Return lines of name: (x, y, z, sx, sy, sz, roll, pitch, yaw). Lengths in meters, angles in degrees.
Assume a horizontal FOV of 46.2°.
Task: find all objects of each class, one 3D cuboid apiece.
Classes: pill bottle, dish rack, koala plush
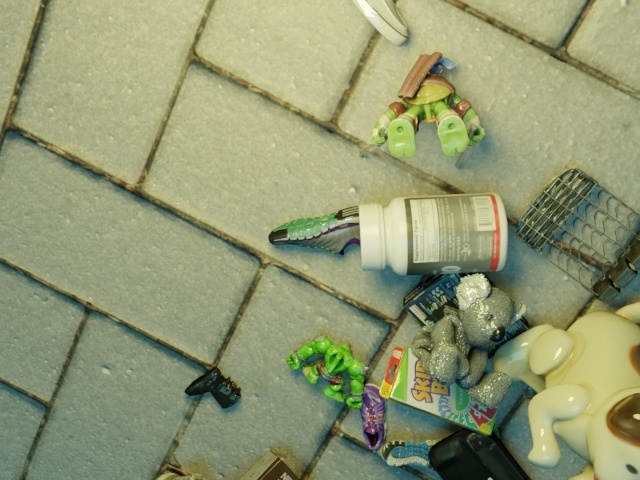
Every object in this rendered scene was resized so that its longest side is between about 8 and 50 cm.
pill bottle: (0.222, -0.011, 1.517, 0.283, 0.161, 0.161, -3, 110, 3)
dish rack: (0.545, -0.015, 1.525, 0.271, 0.074, 0.208, 36, 111, -2)
koala plush: (0.312, 0.184, 1.540, 0.196, 0.203, 0.221, 29, 98, -25)

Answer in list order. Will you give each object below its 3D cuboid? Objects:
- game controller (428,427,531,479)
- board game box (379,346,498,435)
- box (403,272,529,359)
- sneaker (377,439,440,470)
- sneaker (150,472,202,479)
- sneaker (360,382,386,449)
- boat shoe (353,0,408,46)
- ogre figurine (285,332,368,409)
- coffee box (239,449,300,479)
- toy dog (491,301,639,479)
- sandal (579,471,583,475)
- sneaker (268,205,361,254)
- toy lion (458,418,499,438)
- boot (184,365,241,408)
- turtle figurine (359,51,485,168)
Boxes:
game controller: (0.392, 0.565, 1.741, 0.166, 0.067, 0.319, -31, 106, 25)
board game box: (0.271, 0.334, 1.685, 0.259, 0.039, 0.124, 19, 68, 5)
box: (0.317, 0.161, 1.641, 0.175, 0.051, 0.220, -42, 98, 21)
sneaker: (0.225, 0.504, 1.784, 0.191, 0.083, 0.071, 11, 76, -13)
sneaker: (-0.268, 0.750, 1.898, 0.182, 0.158, 0.410, -28, 104, 32)
sneaker: (0.124, 0.414, 1.761, 0.068, 0.071, 0.170, -8, 108, 13)
boat shoe: (0.095, -0.496, 1.423, 0.088, 0.096, 0.267, -35, 92, 25)
ogre figurine: (0.029, 0.293, 1.718, 0.197, 0.097, 0.118, 43, 118, 24)
coffee box: (-0.155, 0.653, 1.820, 0.246, 0.098, 0.141, -43, 101, -16)
toy dog: (0.583, 0.333, 1.450, 0.395, 0.408, 0.284, -35, 110, 10)
sandal: (0.624, 0.594, 1.728, 0.102, 0.076, 0.265, 45, 111, -7)
sneaker: (0.000, 0.000, 1.628, 0.224, 0.083, 0.098, -12, 112, 14)
toy lion: (0.375, 0.437, 1.746, 0.100, 0.034, 0.096, 35, 105, -4)
boot: (-0.260, 0.371, 1.834, 0.121, 0.045, 0.099, -35, 103, 19)
turtle figurine: (0.204, -0.196, 1.419, 0.198, 0.266, 0.274, 29, 115, -3)
